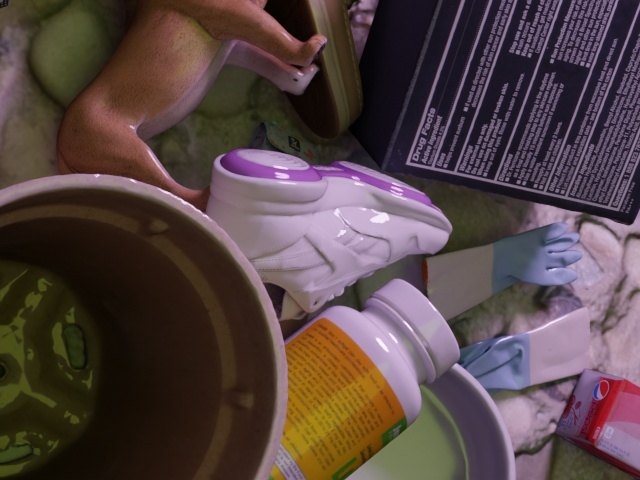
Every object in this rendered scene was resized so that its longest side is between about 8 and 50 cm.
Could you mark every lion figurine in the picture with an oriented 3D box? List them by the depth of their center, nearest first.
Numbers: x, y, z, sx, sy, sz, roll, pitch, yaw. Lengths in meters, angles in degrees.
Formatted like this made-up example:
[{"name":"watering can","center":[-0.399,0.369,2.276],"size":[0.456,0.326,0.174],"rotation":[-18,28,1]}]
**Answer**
[{"name":"lion figurine","center":[-0.153,-0.156,1.278],"size":[0.240,0.142,0.392],"rotation":[32,80,3]}]

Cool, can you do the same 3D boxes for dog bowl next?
[{"name":"dog bowl","center":[0.058,0.239,1.357],"size":[0.265,0.104,0.264],"rotation":[2,79,-11]}]

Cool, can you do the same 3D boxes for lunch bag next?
[{"name":"lunch bag","center":[-0.042,-0.077,1.384],"size":[0.071,0.053,0.083],"rotation":[30,66,-25]}]

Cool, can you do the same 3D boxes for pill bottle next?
[{"name":"pill bottle","center":[0.006,0.147,1.237],"size":[0.246,0.136,0.136],"rotation":[-37,105,-16]}]

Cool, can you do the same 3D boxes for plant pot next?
[{"name":"plant pot","center":[-0.241,0.120,1.132],"size":[0.334,0.305,0.333],"rotation":[1,88,-27]}]

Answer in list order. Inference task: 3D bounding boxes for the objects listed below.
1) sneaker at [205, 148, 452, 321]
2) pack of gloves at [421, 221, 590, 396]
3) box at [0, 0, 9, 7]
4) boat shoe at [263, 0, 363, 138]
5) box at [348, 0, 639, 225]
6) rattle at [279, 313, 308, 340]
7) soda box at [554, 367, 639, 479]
[{"name":"sneaker","center":[0.000,0.000,1.260],"size":[0.305,0.114,0.152],"rotation":[6,104,-45]},{"name":"pack of gloves","center":[0.207,0.084,1.523],"size":[0.232,0.046,0.195],"rotation":[-14,110,-29]},{"name":"box","center":[-0.379,-0.234,0.925],"size":[0.270,0.060,0.216],"rotation":[-19,79,-18]},{"name":"boat shoe","center":[-0.002,-0.278,1.371],"size":[0.110,0.122,0.341],"rotation":[-16,95,-26]},{"name":"box","center":[0.214,-0.205,1.376],"size":[0.294,0.182,0.296],"rotation":[11,110,-20]},{"name":"rattle","center":[-0.020,0.095,1.359],"size":[0.143,0.130,0.199],"rotation":[8,86,-45]},{"name":"soda box","center":[0.413,0.250,1.590],"size":[0.263,0.083,0.092],"rotation":[29,81,-23]}]
